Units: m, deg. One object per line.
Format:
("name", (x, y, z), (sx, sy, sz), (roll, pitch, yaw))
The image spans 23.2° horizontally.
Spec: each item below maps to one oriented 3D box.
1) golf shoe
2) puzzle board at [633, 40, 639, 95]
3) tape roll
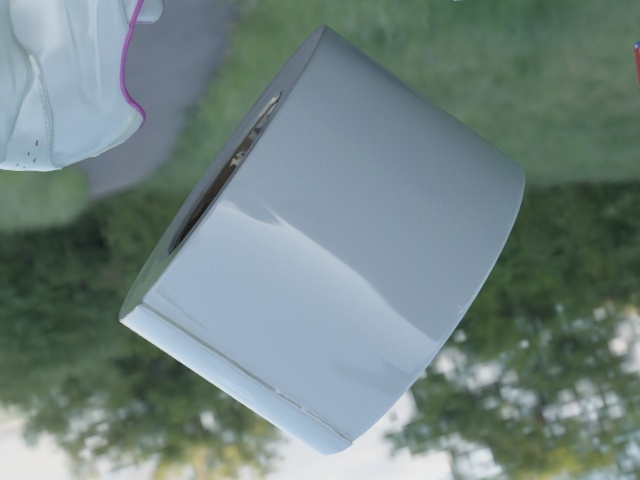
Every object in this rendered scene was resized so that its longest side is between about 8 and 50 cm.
("golf shoe", (-0.153, -0.185, 0.856), (0.140, 0.306, 0.115), (-1, -165, -32))
("puzzle board", (0.181, -0.036, 0.703), (0.011, 0.128, 0.096), (-5, 177, -32))
("tape roll", (0.000, 0.000, 1.057), (0.246, 0.169, 0.246), (-54, -171, 13))
